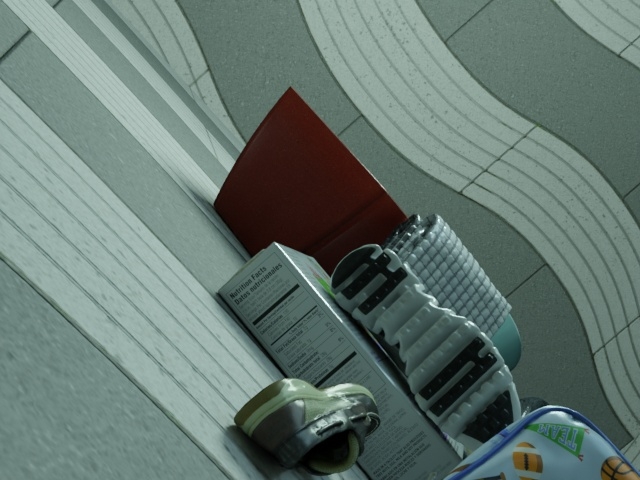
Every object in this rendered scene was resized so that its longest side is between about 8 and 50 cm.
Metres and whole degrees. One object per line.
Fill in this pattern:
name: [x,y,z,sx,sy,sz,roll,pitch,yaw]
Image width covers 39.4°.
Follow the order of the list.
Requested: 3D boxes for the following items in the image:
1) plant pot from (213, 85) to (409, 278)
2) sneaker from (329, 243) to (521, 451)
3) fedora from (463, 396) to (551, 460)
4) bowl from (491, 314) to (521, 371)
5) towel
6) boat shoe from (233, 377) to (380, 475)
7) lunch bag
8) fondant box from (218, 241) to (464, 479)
plant pot: [-0.019,-0.054,1.538,0.267,0.236,0.267,51,5,24]
sneaker: [0.131,0.130,1.054,0.292,0.110,0.118,51,-4,30]
fedora: [0.401,0.405,1.744,0.334,0.153,0.334,41,27,-26]
bowl: [0.248,0.217,1.897,0.312,0.163,0.311,31,-36,26]
towel: [0.146,0.129,1.429,0.235,0.283,0.121,52,-24,-22]
boat shoe: [0.002,0.172,0.787,0.073,0.080,0.223,57,12,24]
lunch bag: [0.216,0.310,0.794,0.303,0.243,0.115,48,-33,20]
fondant box: [0.038,0.161,1.116,0.330,0.096,0.238,50,4,11]
